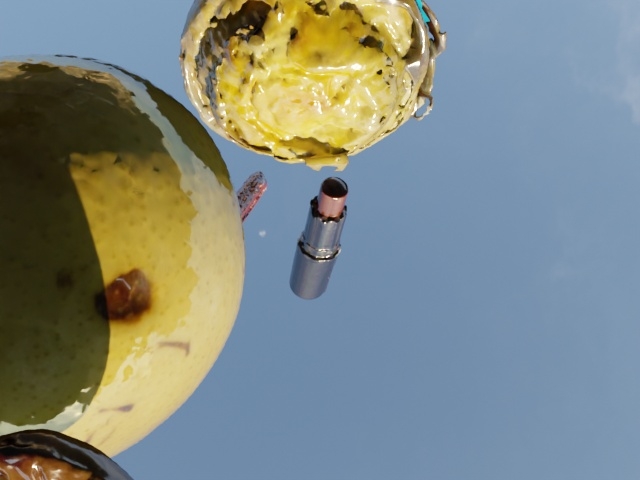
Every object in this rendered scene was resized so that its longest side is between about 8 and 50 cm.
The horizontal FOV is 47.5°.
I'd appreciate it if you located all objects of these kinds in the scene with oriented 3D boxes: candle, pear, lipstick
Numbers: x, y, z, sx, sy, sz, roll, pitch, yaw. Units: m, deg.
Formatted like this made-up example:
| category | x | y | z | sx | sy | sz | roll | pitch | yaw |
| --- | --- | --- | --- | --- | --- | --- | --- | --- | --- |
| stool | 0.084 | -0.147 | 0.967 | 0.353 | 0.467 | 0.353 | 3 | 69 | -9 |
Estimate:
| category | x | y | z | sx | sy | sz | roll | pitch | yaw |
| --- | --- | --- | --- | --- | --- | --- | --- | --- | --- |
| candle | -0.149 | -0.044 | 1.239 | 0.051 | 0.329 | 0.048 | -32 | -74 | 27 |
| pear | -0.229 | 0.020 | 0.594 | 0.348 | 0.348 | 0.348 | 0 | -112 | 1 |
| lipstick | 0.000 | 0.000 | 1.305 | 0.081 | 0.300 | 0.081 | 7 | -129 | -9 |

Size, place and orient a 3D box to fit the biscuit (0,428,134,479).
| category | x | y | z | sx | sy | sz | roll | pitch | yaw |
| --- | --- | --- | --- | --- | --- | --- | --- | --- | --- |
| biscuit | -0.183 | 0.193 | 0.406 | 0.212 | 0.212 | 0.036 | -17 | -154 | -6 |

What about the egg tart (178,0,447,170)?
| category | x | y | z | sx | sy | sz | roll | pitch | yaw |
| --- | --- | --- | --- | --- | --- | --- | --- | --- | --- |
| egg tart | -0.010 | -0.163 | 0.756 | 0.290 | 0.291 | 0.107 | 3 | -129 | 2 |
